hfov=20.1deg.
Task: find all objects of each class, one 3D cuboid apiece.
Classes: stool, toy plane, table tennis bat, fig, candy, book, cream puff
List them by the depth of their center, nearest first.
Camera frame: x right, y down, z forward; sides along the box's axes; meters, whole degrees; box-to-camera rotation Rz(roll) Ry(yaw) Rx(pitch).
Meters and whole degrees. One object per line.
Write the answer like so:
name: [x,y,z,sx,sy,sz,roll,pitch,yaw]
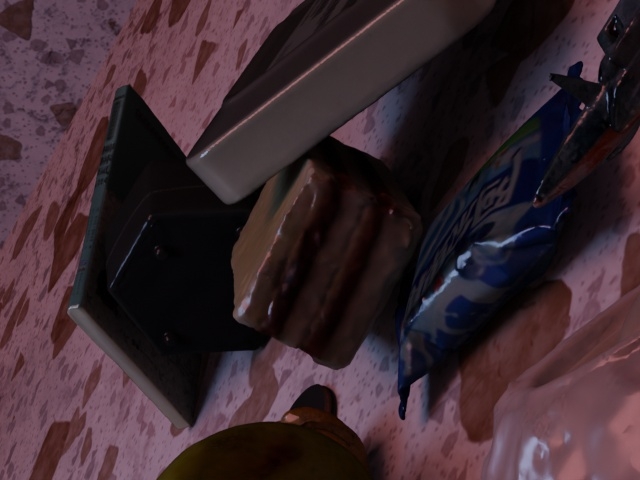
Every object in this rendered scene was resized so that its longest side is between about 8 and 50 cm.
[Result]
toy plane: [0.257,-0.156,1.401,0.326,0.104,0.223,-47,25,19]
fig: [-0.066,0.287,1.600,0.271,0.239,0.239,-27,43,53]
candy: [0.148,0.005,1.615,0.331,0.077,0.187,-50,23,43]
cream puff: [-0.015,0.224,1.730,0.133,0.119,0.104,-32,10,29]
candy: [0.000,0.000,1.857,0.179,0.135,0.321,-62,8,9]
table tennis bat: [-0.034,0.253,1.882,0.130,0.019,0.220,-30,39,61]
stool: [-0.139,0.020,2.123,0.232,0.232,0.141,-56,21,26]
book: [-0.213,0.017,2.290,0.031,0.264,0.379,-15,46,23]

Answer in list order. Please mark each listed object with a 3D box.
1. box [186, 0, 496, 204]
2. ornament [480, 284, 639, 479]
box: [0.045,-0.225,1.855,0.373,0.090,0.367,-36,15,28]
ornament: [0.252,0.137,0.849,0.337,0.337,0.337,-52,25,35]
